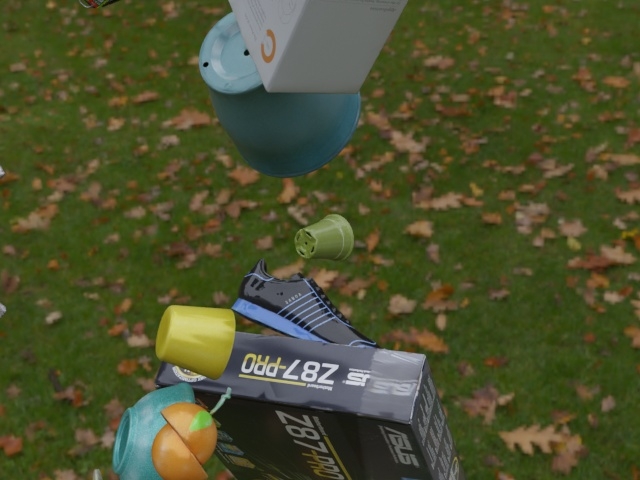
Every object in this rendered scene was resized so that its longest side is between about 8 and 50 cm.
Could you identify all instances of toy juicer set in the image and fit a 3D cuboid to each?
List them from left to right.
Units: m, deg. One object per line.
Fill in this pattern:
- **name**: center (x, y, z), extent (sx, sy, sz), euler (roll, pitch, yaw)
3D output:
- **toy juicer set**: center (-0.154, 0.234, 0.922), extent (0.089, 0.329, 0.209), euler (15, 38, -21)

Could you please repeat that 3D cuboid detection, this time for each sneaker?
- **sneaker**: center (-0.007, 0.104, 1.335), extent (0.232, 0.081, 0.090), euler (23, 79, 5)

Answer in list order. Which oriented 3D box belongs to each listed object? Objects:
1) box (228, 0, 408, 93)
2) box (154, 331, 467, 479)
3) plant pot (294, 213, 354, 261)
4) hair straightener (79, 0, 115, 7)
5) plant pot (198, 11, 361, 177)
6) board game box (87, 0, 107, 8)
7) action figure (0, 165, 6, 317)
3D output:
- **box**: center (0.016, -0.412, 1.389), extent (0.168, 0.345, 0.215), euler (-3, 55, -29)
- **box**: center (0.008, 0.254, 1.215), extent (0.318, 0.395, 0.097), euler (4, 56, 19)
- **plant pot**: center (0.000, 0.000, 1.600), extent (0.083, 0.083, 0.079), euler (24, 22, 38)
- **hair straightener**: center (-0.417, -0.558, 2.067), extent (0.230, 0.047, 0.089), euler (-18, 11, -6)
- **plant pot**: center (-0.093, -0.291, 1.761), extent (0.272, 0.255, 0.271), euler (-8, 66, 20)
- **board game box**: center (-0.412, -0.505, 1.678), extent (0.043, 0.092, 0.181), euler (-30, 46, 27)
- **action figure**: center (-0.519, 0.048, 1.091), extent (0.179, 0.341, 0.330), euler (15, 8, 25)
